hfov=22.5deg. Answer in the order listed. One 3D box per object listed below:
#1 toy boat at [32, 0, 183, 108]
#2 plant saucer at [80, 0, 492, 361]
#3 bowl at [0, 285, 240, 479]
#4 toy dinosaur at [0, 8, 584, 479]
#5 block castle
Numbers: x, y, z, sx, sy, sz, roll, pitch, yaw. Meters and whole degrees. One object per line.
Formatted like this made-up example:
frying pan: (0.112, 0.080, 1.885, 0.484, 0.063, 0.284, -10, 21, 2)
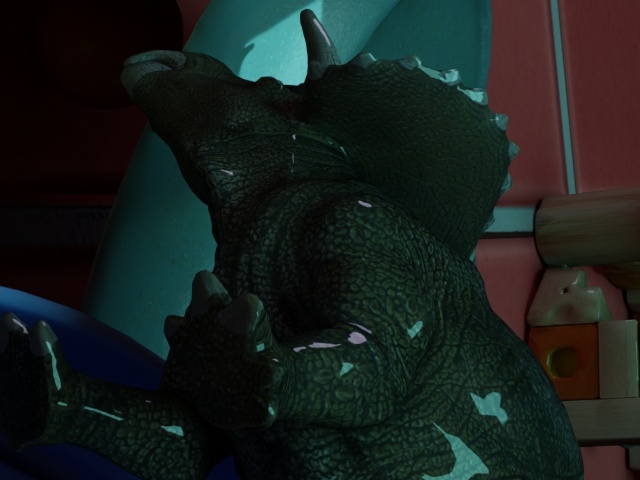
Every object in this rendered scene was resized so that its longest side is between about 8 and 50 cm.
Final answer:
toy boat: (-0.072, -0.122, 0.617, 0.231, 0.151, 0.151, -39, 150, -58)
plant saucer: (0.000, 0.000, 0.648, 0.317, 0.043, 0.318, -56, 158, -36)
bowl: (-0.075, 0.202, 0.346, 0.391, 0.077, 0.391, 37, 42, -42)
toy dinosaur: (0.020, 0.070, 0.395, 0.160, 0.121, 0.314, -10, 75, -46)
block castle: (0.301, 0.182, 1.171, 0.303, 0.212, 0.453, 25, 63, -59)
